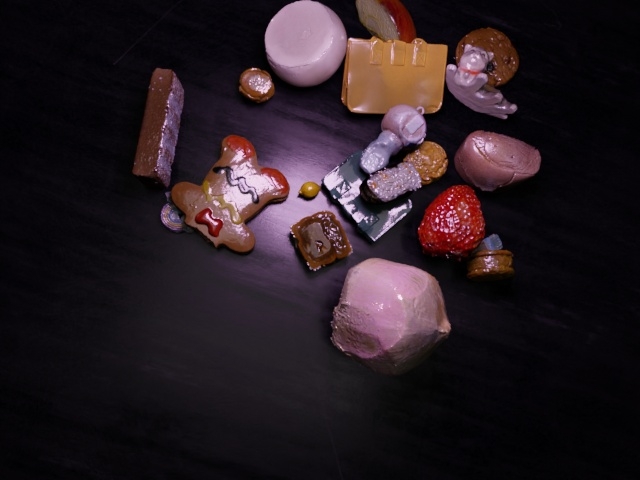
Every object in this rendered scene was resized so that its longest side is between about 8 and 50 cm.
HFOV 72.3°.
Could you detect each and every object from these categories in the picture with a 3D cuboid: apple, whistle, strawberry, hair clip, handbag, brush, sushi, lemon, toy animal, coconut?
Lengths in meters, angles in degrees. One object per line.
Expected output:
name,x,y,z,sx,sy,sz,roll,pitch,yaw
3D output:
apple,0.293,-0.898,1.833,0.346,0.179,0.254,53,40,2
whistle,0.277,-0.394,1.710,0.189,0.189,0.348,44,85,1
strawberry,0.504,-0.072,1.671,0.239,0.250,0.288,10,102,-3
hair clip,-0.544,-0.100,1.646,0.116,0.049,0.172,-15,87,-6
handbag,0.185,-0.176,1.732,0.238,0.089,0.326,-40,87,-10
brush,0.650,0.033,1.790,0.197,0.021,0.070,-21,82,-10
sushi,0.259,-0.210,1.640,0.225,0.126,0.136,-21,81,-12
handbag,0.294,-0.659,1.753,0.402,0.133,0.282,0,117,-7
lemon,-0.044,-0.199,1.717,0.092,0.065,0.065,-12,82,-12
toy animal,0.677,-0.652,1.802,0.308,0.266,0.188,19,72,15
coconut,0.267,0.267,1.511,0.405,0.404,0.404,1,80,-7

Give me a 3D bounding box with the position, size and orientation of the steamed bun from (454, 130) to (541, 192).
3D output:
steamed bun,0.690,-0.295,1.750,0.302,0.251,0.199,16,90,-1

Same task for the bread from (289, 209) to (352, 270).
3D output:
bread,-0.001,-0.002,1.666,0.192,0.110,0.209,-24,85,-9

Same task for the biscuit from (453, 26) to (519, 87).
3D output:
biscuit,0.732,-0.800,1.913,0.296,0.075,0.295,1,82,-8

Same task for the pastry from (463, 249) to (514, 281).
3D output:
pastry,0.654,0.099,1.699,0.189,0.188,0.103,-1,75,-8

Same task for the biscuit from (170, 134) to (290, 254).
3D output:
biscuit,-0.322,-0.163,1.646,0.368,0.076,0.394,43,75,-6

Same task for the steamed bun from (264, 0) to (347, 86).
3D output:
steamed bun,-0.054,-0.759,1.719,0.325,0.206,0.324,-2,83,15

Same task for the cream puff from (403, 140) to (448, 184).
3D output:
cream puff,0.424,-0.318,1.766,0.189,0.129,0.188,2,77,-9

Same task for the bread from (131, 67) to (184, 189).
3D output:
bread,-0.593,-0.410,1.629,0.113,0.165,0.416,7,81,-5

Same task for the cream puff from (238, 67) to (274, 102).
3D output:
cream puff,-0.252,-0.611,1.738,0.144,0.103,0.126,14,92,-5
